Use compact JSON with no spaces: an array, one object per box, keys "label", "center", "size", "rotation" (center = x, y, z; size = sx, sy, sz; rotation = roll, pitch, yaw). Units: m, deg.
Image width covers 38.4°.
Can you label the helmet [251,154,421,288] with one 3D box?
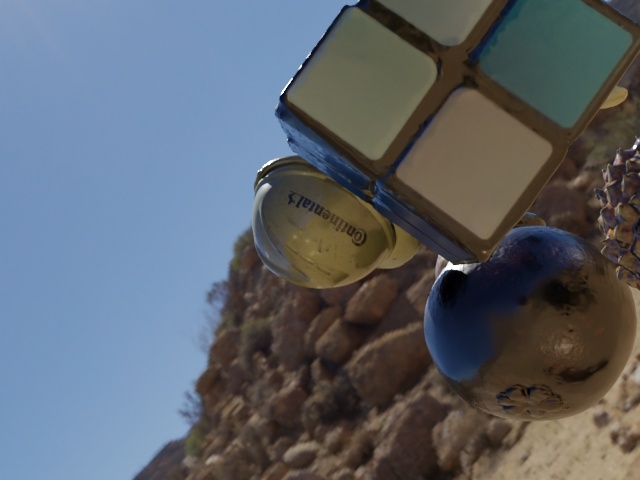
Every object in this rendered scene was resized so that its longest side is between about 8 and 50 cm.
[{"label":"helmet","center":[0.003,0.004,1.292],"size":[0.204,0.258,0.137],"rotation":[101,-168,-50]}]

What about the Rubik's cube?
[{"label":"Rubik's cube","center":[0.088,-0.100,0.641],"size":[0.180,0.167,0.183],"rotation":[-54,-2,-2]}]

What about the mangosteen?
[{"label":"mangosteen","center":[0.299,0.107,1.308],"size":[0.297,0.297,0.313],"rotation":[-56,-2,31]}]

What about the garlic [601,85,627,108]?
[{"label":"garlic","center":[0.496,-0.254,1.614],"size":[0.053,0.041,0.083],"rotation":[-16,10,-8]}]

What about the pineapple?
[{"label":"pineapple","center":[0.370,-0.042,0.979],"size":[0.166,0.166,0.193],"rotation":[-38,-55,-40]}]
